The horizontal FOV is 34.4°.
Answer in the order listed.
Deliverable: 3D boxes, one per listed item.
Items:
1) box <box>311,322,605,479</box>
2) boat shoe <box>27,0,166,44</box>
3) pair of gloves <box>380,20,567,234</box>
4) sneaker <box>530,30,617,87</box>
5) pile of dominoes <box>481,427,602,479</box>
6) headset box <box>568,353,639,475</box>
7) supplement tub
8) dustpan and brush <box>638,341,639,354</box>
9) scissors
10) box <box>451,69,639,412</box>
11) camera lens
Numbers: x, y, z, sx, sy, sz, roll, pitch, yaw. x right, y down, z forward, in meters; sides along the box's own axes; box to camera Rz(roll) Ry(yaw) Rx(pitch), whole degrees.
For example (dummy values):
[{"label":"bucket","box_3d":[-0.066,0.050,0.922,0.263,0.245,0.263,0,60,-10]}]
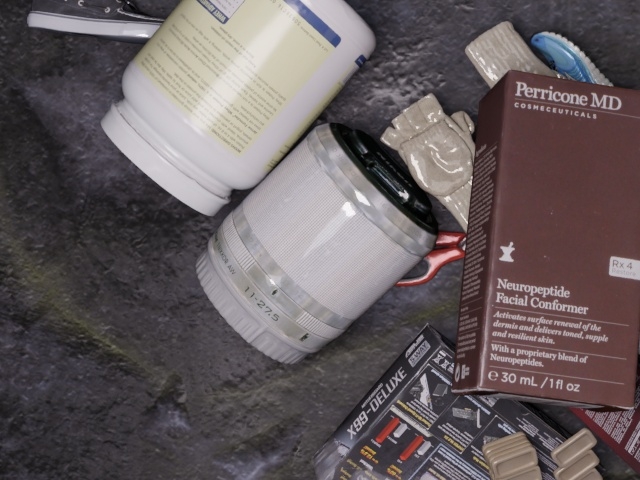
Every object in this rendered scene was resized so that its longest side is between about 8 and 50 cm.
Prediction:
[{"label":"box","box_3d":[0.182,0.295,1.361,0.307,0.076,0.242,37,98,-17]},{"label":"boat shoe","box_3d":[-0.308,-0.327,1.479,0.228,0.080,0.076,9,94,16]},{"label":"pair of gloves","box_3d":[0.224,-0.145,1.364,0.240,0.042,0.204,-43,87,0]},{"label":"sneaker","box_3d":[0.336,-0.214,1.388,0.073,0.063,0.162,-43,85,11]},{"label":"pile of dominoes","box_3d":[0.276,0.359,1.347,0.196,0.040,0.251,-20,118,-4]},{"label":"headset box","box_3d":[0.455,0.242,1.262,0.218,0.293,0.110,26,98,-18]},{"label":"supplement tub","box_3d":[-0.111,-0.217,1.368,0.235,0.235,0.325,42,97,5]},{"label":"dustpan and brush","box_3d":[0.486,0.087,1.382,0.211,0.060,0.147,-22,96,15]},{"label":"scissors","box_3d":[0.209,0.014,1.436,0.297,0.021,0.109,2,89,8]},{"label":"box","box_3d":[0.280,0.005,1.243,0.191,0.143,0.381,7,79,-5]},{"label":"camera lens","box_3d":[0.000,0.000,1.357,0.274,0.219,0.219,-44,85,14]}]
